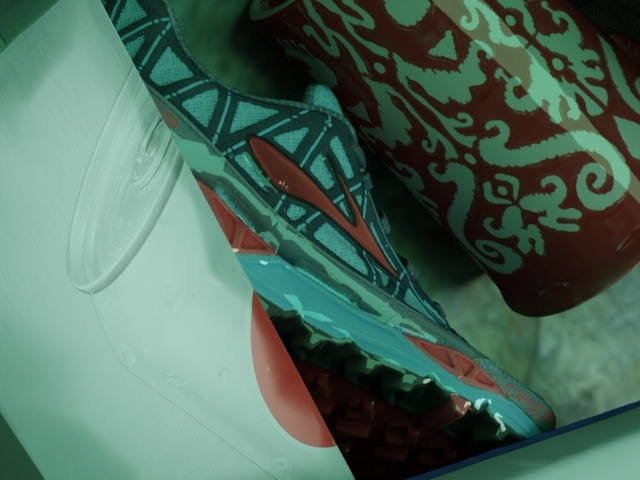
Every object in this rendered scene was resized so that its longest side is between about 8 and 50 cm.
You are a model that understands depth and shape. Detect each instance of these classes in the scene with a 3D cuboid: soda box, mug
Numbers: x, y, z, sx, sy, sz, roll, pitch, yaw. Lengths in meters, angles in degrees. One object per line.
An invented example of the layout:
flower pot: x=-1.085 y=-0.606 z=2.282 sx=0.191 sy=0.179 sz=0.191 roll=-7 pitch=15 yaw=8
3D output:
soda box: x=-0.065 y=0.063 z=0.539 sx=0.098 sy=0.091 sz=0.286 roll=-50 pitch=128 yaw=-35
mug: x=0.071 y=-0.078 z=0.718 sx=0.169 sy=0.113 sz=0.150 roll=42 pitch=68 yaw=-18

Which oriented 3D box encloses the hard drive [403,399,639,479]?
hard drive: x=0.093 y=0.172 z=0.641 sx=0.319 sy=0.040 sz=0.210 roll=-8 pitch=102 yaw=-53

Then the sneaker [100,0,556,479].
sneaker: x=0.000 y=0.000 z=0.647 sx=0.262 sy=0.104 sz=0.125 roll=36 pitch=57 yaw=-27

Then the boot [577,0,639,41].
boot: x=0.205 y=-0.044 z=0.841 sx=0.165 sy=0.077 sz=0.213 roll=-35 pitch=101 yaw=-37
